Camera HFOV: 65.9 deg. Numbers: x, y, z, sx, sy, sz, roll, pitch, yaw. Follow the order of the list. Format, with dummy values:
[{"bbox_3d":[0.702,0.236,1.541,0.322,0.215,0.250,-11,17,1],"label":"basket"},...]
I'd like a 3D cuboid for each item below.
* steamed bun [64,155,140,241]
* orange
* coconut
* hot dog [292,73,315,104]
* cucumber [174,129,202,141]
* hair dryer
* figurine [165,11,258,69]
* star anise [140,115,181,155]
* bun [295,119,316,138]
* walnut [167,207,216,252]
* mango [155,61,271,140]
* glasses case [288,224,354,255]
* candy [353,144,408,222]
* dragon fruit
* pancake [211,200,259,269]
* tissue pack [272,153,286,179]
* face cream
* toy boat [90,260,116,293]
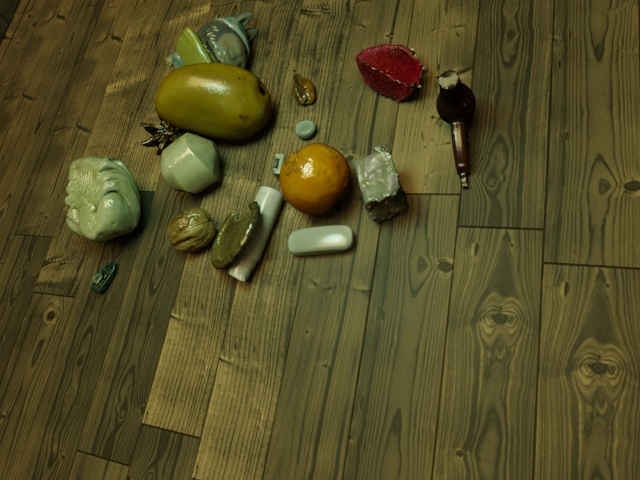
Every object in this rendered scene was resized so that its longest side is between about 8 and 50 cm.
[{"bbox_3d":[-0.858,-0.161,1.995,0.352,0.247,0.339,3,88,31],"label":"steamed bun"},{"bbox_3d":[-0.017,-0.206,1.672,0.246,0.246,0.246,-8,67,19],"label":"orange"},{"bbox_3d":[-0.489,-0.300,1.907,0.241,0.241,0.241,-8,67,19],"label":"coconut"},{"bbox_3d":[-0.068,-0.596,1.942,0.090,0.060,0.140,-13,62,12],"label":"hot dog"},{"bbox_3d":[-0.505,-0.452,2.028,0.074,0.074,0.241,34,61,29],"label":"cucumber"},{"bbox_3d":[0.431,-0.333,1.541,0.123,0.312,0.340,-7,88,20],"label":"hair dryer"},{"bbox_3d":[-0.417,-0.807,2.125,0.378,0.266,0.361,-34,27,-29],"label":"figurine"},{"bbox_3d":[-0.628,-0.439,2.096,0.272,0.102,0.271,3,61,-6],"label":"star anise"},{"bbox_3d":[-0.055,-0.420,1.875,0.083,0.045,0.083,-7,68,16],"label":"bun"},{"bbox_3d":[-0.486,-0.036,1.843,0.184,0.155,0.155,-30,62,11],"label":"walnut"},{"bbox_3d":[-0.413,-0.529,1.895,0.446,0.300,0.232,3,47,2],"label":"mango"},{"bbox_3d":[0.000,0.000,1.680,0.234,0.059,0.092,-7,69,19],"label":"glasses case"},{"bbox_3d":[0.197,-0.180,1.603,0.137,0.185,0.195,-17,64,11],"label":"candy"},{"bbox_3d":[0.274,-0.610,1.782,0.274,0.126,0.161,35,75,20],"label":"dragon fruit"},{"bbox_3d":[-0.306,-0.025,1.742,0.286,0.033,0.288,-56,28,13],"label":"pancake"},{"bbox_3d":[-0.149,-0.274,1.847,0.042,0.062,0.083,3,72,21],"label":"tissue pack"},{"bbox_3d":[-0.235,-0.020,1.761,0.102,0.102,0.345,15,76,26],"label":"face cream"},{"bbox_3d":[-0.864,0.143,1.978,0.055,0.060,0.141,26,78,30],"label":"toy boat"}]
